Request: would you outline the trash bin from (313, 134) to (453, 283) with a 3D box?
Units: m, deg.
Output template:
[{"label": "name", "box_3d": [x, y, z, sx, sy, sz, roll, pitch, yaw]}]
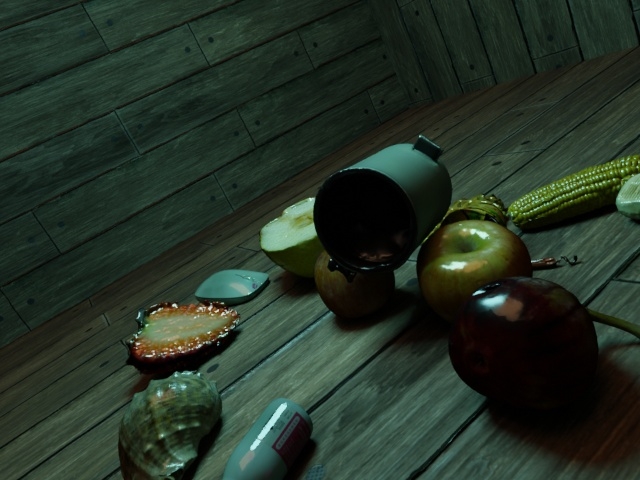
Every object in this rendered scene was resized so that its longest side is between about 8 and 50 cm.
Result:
[{"label": "trash bin", "box_3d": [0.139, -0.075, 1.036, 0.262, 0.217, 0.277, -35, -24, -56]}]

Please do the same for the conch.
[{"label": "conch", "box_3d": [-0.311, 0.360, 0.968, 0.210, 0.159, 0.291, -22, 19, 12]}]

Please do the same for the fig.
[{"label": "fig", "box_3d": [0.314, 0.126, 0.720, 0.249, 0.186, 0.204, -27, -3, -28]}]

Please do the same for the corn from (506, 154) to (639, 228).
[{"label": "corn", "box_3d": [0.581, -0.103, 1.119, 0.313, 0.102, 0.102, -20, 18, 22]}]

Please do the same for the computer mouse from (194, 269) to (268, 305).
[{"label": "computer mouse", "box_3d": [-0.314, 0.151, 1.695, 0.288, 0.097, 0.159, -14, 19, 37]}]

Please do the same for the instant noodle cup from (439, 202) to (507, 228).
[{"label": "instant noodle cup", "box_3d": [0.361, -0.016, 1.139, 0.151, 0.151, 0.122, -15, 9, 34]}]

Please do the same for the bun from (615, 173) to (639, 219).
[{"label": "bun", "box_3d": [0.660, -0.084, 0.988, 0.115, 0.069, 0.115, -37, 25, 20]}]

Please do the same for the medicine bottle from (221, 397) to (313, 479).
[{"label": "medicine bottle", "box_3d": [-0.100, 0.358, 0.782, 0.090, 0.090, 0.217, -12, 23, 40]}]

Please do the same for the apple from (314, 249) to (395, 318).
[{"label": "apple", "box_3d": [0.079, 0.087, 1.173, 0.188, 0.174, 0.188, -21, 18, 7]}]

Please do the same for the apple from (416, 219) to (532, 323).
[{"label": "apple", "box_3d": [0.290, 0.069, 0.934, 0.210, 0.173, 0.235, -11, 29, 22]}]

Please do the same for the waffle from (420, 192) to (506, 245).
[{"label": "waffle", "box_3d": [0.381, -0.045, 1.336, 0.243, 0.059, 0.238, -23, 20, 19]}]

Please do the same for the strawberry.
[{"label": "strawberry", "box_3d": [-0.378, 0.287, 1.392, 0.306, 0.138, 0.233, -1, 39, 0]}]

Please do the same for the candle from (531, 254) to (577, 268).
[{"label": "candle", "box_3d": [0.439, 0.049, 1.014, 0.167, 0.021, 0.026, -12, 0, 42]}]

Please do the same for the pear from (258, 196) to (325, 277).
[{"label": "pear", "box_3d": [0.000, 0.000, 1.511, 0.340, 0.191, 0.386, -39, 21, -25]}]
